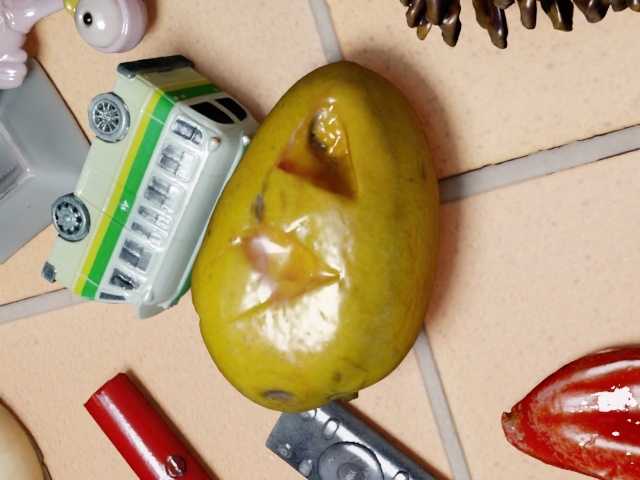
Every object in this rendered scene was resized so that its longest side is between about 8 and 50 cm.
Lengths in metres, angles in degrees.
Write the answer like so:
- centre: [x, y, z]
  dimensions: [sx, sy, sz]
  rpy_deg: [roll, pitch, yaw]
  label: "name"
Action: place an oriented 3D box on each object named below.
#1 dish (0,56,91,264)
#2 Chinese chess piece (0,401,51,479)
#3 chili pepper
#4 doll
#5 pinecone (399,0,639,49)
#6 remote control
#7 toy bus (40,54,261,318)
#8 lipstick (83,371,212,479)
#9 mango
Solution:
- centre: [-0.401, -0.086, 1.297]
  dimensions: [0.243, 0.080, 0.182]
  rpy_deg: [-33, 88, 30]
  label: "dish"
- centre: [-0.528, 0.346, 1.436]
  dimensions: [0.338, 0.140, 0.338]
  rpy_deg: [6, 106, 24]
  label: "Chinese chess piece"
- centre: [0.290, 0.169, 1.019]
  dimensions: [0.252, 0.136, 0.144]
  rpy_deg: [3, 131, 33]
  label: "chili pepper"
- centre: [-0.314, -0.266, 1.197]
  dimensions: [0.365, 0.094, 0.160]
  rpy_deg: [-10, 91, 30]
  label: "doll"
- centre: [0.167, -0.286, 0.899]
  dimensions: [0.309, 0.244, 0.244]
  rpy_deg: [7, 107, 8]
  label: "pinecone"
- centre: [0.107, 0.305, 1.175]
  dimensions: [0.377, 0.044, 0.107]
  rpy_deg: [36, 112, 13]
  label: "remote control"
- centre: [-0.184, -0.049, 1.169]
  dimensions: [0.164, 0.133, 0.276]
  rpy_deg: [33, 115, 15]
  label: "toy bus"
- centre: [-0.180, 0.288, 1.293]
  dimensions: [0.280, 0.073, 0.073]
  rpy_deg: [49, 118, 7]
  label: "lipstick"
- centre: [0.000, 0.000, 1.081]
  dimensions: [0.252, 0.182, 0.365]
  rpy_deg: [18, 100, 23]
  label: "mango"
